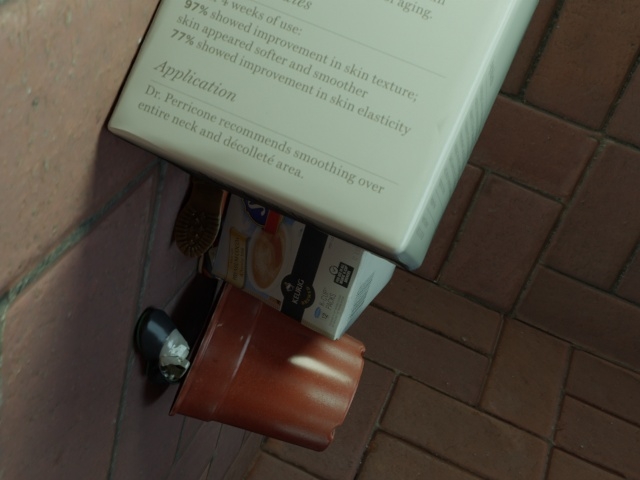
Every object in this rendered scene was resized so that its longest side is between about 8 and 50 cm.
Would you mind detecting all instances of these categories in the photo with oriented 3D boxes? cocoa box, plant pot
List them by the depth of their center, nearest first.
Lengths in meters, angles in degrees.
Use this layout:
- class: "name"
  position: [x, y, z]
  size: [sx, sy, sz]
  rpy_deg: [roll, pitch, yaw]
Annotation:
- class: "cocoa box"
  position: [0.017, -0.079, 1.409]
  size: [0.231, 0.228, 0.347]
  rpy_deg: [-42, 155, -54]
- class: "plant pot"
  position: [-0.083, 0.218, 1.607]
  size: [0.272, 0.265, 0.272]
  rpy_deg: [-156, -90, -84]

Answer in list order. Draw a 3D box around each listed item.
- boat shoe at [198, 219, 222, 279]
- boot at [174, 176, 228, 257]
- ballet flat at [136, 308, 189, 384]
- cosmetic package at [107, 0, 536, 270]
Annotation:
- class: "boat shoe"
  position: [-0.163, 0.013, 1.485]
  size: [0.049, 0.043, 0.137]
  rpy_deg: [-57, 167, -40]
- class: "boot"
  position: [-0.153, -0.053, 1.319]
  size: [0.084, 0.059, 0.157]
  rpy_deg: [-56, 167, -74]
- class: "ballet flat"
  position: [-0.227, 0.164, 1.412]
  size: [0.203, 0.074, 0.074]
  rpy_deg: [100, 16, -59]
- class: "cosmetic package"
  position: [0.033, -0.210, 1.060]
  size: [0.393, 0.329, 0.327]
  rpy_deg: [-65, 169, -1]
